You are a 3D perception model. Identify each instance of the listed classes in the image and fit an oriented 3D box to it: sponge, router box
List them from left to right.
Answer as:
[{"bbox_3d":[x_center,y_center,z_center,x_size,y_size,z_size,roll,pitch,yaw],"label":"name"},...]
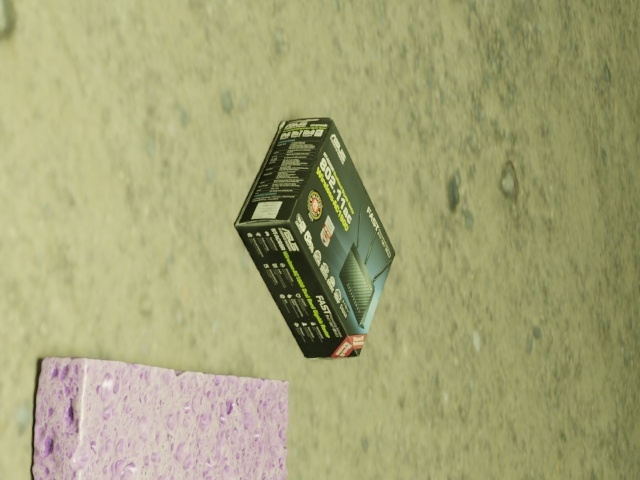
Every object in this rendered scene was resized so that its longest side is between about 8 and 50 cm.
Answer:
[{"bbox_3d":[-0.074,0.124,0.827,0.210,0.031,0.117,16,73,-62],"label":"sponge"},{"bbox_3d":[0.000,0.000,0.984,0.122,0.038,0.092,63,34,-38],"label":"router box"}]
